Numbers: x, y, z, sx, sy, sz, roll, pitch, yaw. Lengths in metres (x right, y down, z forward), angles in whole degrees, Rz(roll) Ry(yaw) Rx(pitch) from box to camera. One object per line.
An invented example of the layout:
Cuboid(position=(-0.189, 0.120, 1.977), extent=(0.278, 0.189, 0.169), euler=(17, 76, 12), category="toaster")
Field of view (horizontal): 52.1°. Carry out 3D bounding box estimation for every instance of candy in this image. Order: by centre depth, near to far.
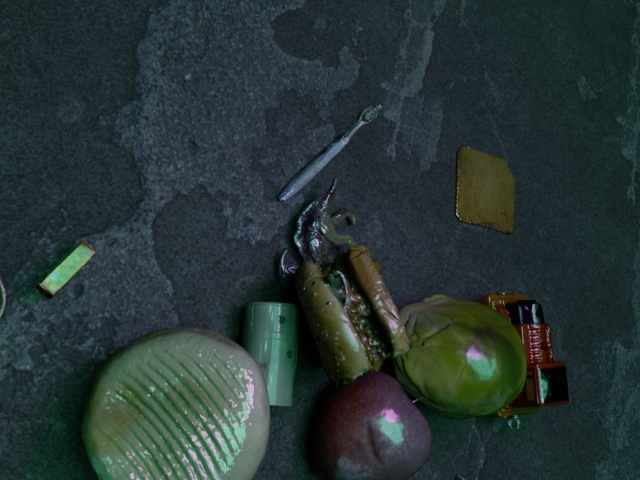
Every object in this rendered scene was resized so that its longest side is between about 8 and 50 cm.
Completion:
Cuboid(position=(-0.501, 0.058, 1.294), extent=(0.038, 0.062, 0.122), euler=(45, 62, -13), category="candy")

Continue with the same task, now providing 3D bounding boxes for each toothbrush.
Cuboid(position=(0.028, -0.228, 1.674), extent=(0.035, 0.042, 0.413), euler=(50, 63, -13), category="toothbrush")

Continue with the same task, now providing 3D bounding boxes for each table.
Cuboid(position=(-0.114, 0.250, 1.443), extent=(0.127, 0.126, 0.219), euler=(11, 76, -28), category="table")

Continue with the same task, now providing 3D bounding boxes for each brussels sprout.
Cuboid(position=(0.332, 0.289, 1.605), extent=(0.344, 0.344, 0.268), euler=(-12, 119, -31), category="brussels sprout")

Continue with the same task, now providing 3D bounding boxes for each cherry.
Cuboid(position=(0.108, 0.436, 1.483), extent=(0.308, 0.221, 0.261), euler=(-35, 77, -8), category="cherry")

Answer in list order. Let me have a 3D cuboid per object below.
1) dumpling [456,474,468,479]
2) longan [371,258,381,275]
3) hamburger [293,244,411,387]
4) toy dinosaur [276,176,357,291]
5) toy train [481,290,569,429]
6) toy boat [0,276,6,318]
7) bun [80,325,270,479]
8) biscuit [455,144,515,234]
Cuboid(position=(0.378, 0.645, 1.685), extent=(0.043, 0.059, 0.077), euler=(5, 74, -19), category="dumpling")
Cuboid(position=(0.122, 0.084, 1.646), extent=(0.083, 0.075, 0.075), euler=(43, 62, -19), category="longan")
Cuboid(position=(0.061, 0.157, 1.447), extent=(0.195, 0.318, 0.276), euler=(-22, 87, -6), category="hamburger")
Cuboid(position=(0.004, 0.001, 1.589), extent=(0.162, 0.077, 0.294), euler=(32, 68, -29), category="toy dinosaur")
Cuboid(position=(0.526, 0.317, 1.738), extent=(0.163, 0.232, 0.368), euler=(3, 79, -33), category="toy train")
Cuboid(position=(-0.647, 0.092, 1.203), extent=(0.116, 0.061, 0.188), euler=(-15, 87, -33), category="toy boat")
Cuboid(position=(-0.269, 0.350, 1.272), extent=(0.366, 0.219, 0.364), euler=(2, 73, -5), category="bun")
Cuboid(position=(0.491, -0.149, 1.939), extent=(0.232, 0.013, 0.236), euler=(12, 75, -27), category="biscuit")
